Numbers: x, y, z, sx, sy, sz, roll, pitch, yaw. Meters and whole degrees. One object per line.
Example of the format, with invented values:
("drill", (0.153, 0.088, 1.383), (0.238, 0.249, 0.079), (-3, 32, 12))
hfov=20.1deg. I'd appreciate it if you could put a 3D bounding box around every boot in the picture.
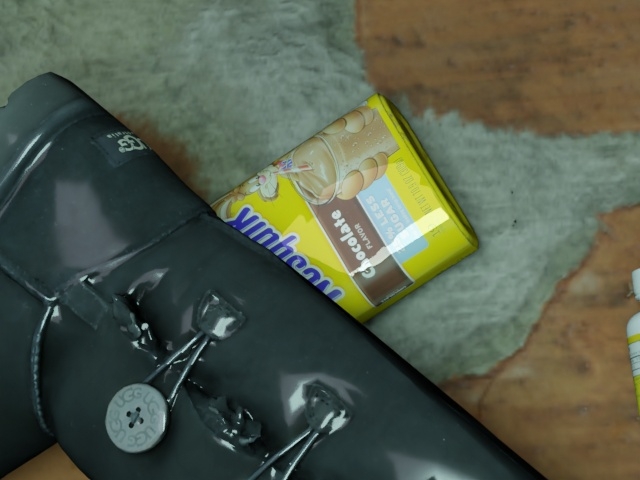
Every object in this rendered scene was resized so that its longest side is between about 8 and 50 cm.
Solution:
("boot", (-0.091, 0.172, 1.071), (0.445, 0.146, 0.367), (39, 112, 18))

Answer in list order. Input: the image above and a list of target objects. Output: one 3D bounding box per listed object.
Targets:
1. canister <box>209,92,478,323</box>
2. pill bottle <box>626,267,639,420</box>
("canister", (0.000, 0.000, 1.148), (0.170, 0.073, 0.126), (-33, 74, 10))
("pill bottle", (0.216, 0.072, 1.068), (0.065, 0.065, 0.116), (-10, 80, 17))
